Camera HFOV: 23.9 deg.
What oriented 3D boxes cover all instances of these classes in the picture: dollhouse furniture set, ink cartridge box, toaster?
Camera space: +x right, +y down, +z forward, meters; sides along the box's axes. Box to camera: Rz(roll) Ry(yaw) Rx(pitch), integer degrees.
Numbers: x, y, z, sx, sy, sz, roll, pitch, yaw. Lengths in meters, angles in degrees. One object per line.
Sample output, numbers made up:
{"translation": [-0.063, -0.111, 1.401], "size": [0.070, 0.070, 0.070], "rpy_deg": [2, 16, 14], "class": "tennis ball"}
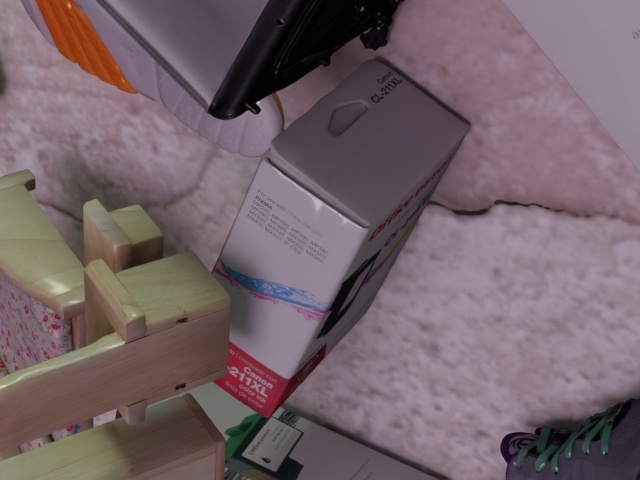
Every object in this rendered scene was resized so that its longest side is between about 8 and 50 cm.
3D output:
{"translation": [-0.221, 0.065, 0.958], "size": [0.355, 0.174, 0.303], "rpy_deg": [47, 144, 39], "class": "dollhouse furniture set"}
{"translation": [0.000, 0.000, 0.878], "size": [0.072, 0.127, 0.175], "rpy_deg": [36, 135, 10], "class": "ink cartridge box"}
{"translation": [-0.030, 0.208, 1.069], "size": [0.219, 0.092, 0.160], "rpy_deg": [21, 129, 24], "class": "ink cartridge box"}
{"translation": [-0.011, -0.160, 0.752], "size": [0.110, 0.168, 0.185], "rpy_deg": [43, 134, 8], "class": "toaster"}

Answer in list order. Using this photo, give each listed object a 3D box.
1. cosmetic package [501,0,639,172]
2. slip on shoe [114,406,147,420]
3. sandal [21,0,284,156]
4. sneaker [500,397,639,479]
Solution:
{"translation": [0.192, -0.156, 0.620], "size": [0.224, 0.138, 0.224], "rpy_deg": [52, 135, -2], "class": "cosmetic package"}
{"translation": [-0.143, 0.159, 1.149], "size": [0.041, 0.051, 0.135], "rpy_deg": [28, 129, 12], "class": "slip on shoe"}
{"translation": [-0.095, -0.135, 0.891], "size": [0.265, 0.076, 0.102], "rpy_deg": [36, 151, 31], "class": "sandal"}
{"translation": [0.154, 0.134, 0.892], "size": [0.098, 0.083, 0.223], "rpy_deg": [40, 136, 15], "class": "sneaker"}
